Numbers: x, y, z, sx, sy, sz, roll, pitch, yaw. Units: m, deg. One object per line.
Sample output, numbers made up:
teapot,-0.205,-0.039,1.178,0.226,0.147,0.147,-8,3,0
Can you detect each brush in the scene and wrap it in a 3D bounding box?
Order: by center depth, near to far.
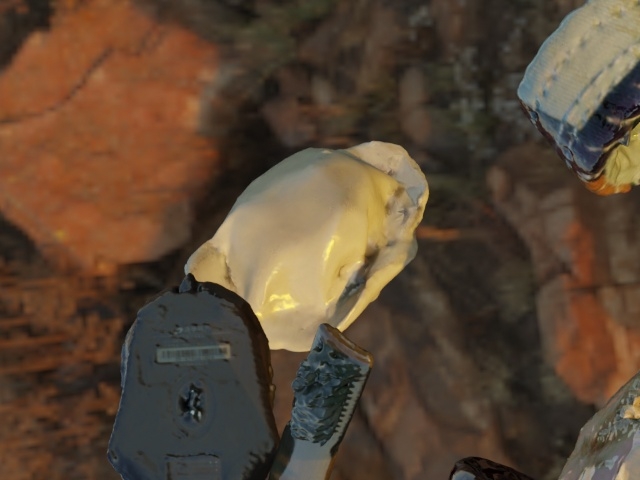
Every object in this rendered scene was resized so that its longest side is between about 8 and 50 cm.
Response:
brush,-0.006,0.101,0.895,0.034,0.027,0.190,34,150,10

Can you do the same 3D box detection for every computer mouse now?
computer mouse,-0.072,0.100,1.044,0.057,0.099,0.172,87,180,-55

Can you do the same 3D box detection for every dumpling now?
dumpling,0.000,0.000,1.538,0.162,0.250,0.132,38,150,23

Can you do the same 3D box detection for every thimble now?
thimble,0.340,-0.170,1.903,0.150,0.237,0.237,53,141,23

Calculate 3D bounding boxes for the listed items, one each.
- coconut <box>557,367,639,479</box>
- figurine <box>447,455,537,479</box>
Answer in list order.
coconut,0.297,0.215,1.290,0.297,0.255,0.297,-57,21,37
figurine,0.026,0.274,0.731,0.370,0.281,0.167,-65,-9,8
